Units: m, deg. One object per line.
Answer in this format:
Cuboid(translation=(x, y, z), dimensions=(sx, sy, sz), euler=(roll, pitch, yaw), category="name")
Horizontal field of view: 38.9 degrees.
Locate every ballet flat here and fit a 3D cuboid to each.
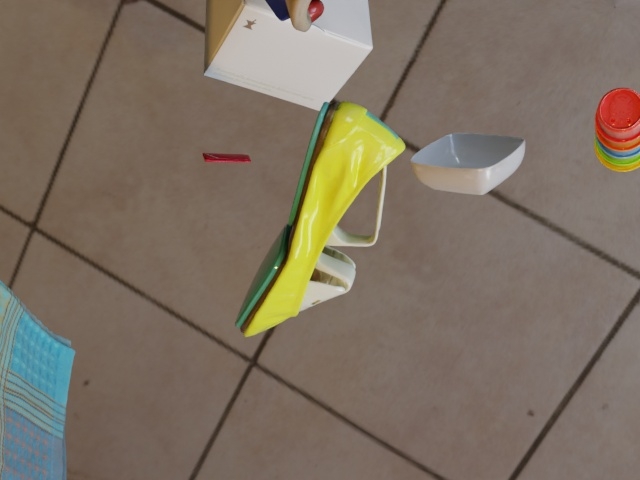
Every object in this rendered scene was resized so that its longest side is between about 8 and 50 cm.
Cuboid(translation=(0.000, 0.000, 0.705), dimensions=(0.077, 0.077, 0.231), euler=(21, 123, -4), category="ballet flat")

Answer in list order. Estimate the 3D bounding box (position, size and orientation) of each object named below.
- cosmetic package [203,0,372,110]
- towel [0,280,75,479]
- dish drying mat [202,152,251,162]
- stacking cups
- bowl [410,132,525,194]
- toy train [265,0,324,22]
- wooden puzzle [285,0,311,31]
Cuboid(translation=(-0.052, -0.391, 1.310), dimensions=(0.197, 0.365, 0.155), euler=(15, 145, -24), category="cosmetic package")
Cuboid(translation=(-0.294, 0.150, 0.779), dimensions=(0.040, 0.370, 0.271), euler=(-8, 62, 3), category="towel")
Cuboid(translation=(-0.168, -0.148, 1.620), dimensions=(0.083, 0.032, 0.008), euler=(-1, 117, -18), category="dish drying mat")
Cuboid(translation=(0.460, -0.178, 1.380), dimensions=(0.096, 0.316, 0.096), euler=(-2, 84, 19), category="stacking cups")
Cuboid(translation=(0.219, -0.110, 1.332), dimensions=(0.142, 0.142, 0.053), euler=(10, 119, 37), category="bowl")
Cuboid(translation=(0.043, -0.356, 1.031), dimensions=(0.248, 0.143, 0.105), euler=(-32, 96, 44), category="toy train")
Cuboid(translation=(0.042, -0.413, 0.853), dimensions=(0.081, 0.322, 0.348), euler=(12, 132, -27), category="wooden puzzle")
